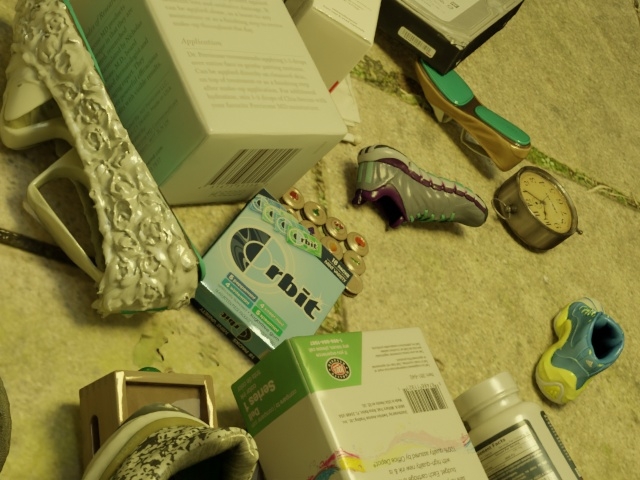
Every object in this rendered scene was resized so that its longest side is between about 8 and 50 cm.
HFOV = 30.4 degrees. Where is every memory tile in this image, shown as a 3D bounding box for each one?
[{"bbox_3d":[0.000,0.000,1.504,0.148,0.012,0.113,35,40,-18],"label":"memory tile"}]

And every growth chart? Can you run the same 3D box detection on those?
[{"bbox_3d":[-0.013,-0.238,1.684,0.172,0.021,0.237,19,47,-32],"label":"growth chart"}]

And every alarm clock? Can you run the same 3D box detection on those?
[{"bbox_3d":[0.321,-0.048,1.815,0.192,0.064,0.129,0,59,-47],"label":"alarm clock"}]

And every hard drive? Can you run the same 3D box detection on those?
[{"bbox_3d":[0.187,-0.410,1.944,0.237,0.064,0.339,38,35,8],"label":"hard drive"}]

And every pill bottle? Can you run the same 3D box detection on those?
[{"bbox_3d":[0.241,0.258,1.445,0.108,0.108,0.180,-10,66,-48],"label":"pill bottle"}]

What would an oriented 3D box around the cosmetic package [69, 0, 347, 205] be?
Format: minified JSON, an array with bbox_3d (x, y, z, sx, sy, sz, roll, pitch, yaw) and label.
[{"bbox_3d":[-0.178,-0.272,1.436,0.230,0.161,0.453,-4,62,-46],"label":"cosmetic package"}]

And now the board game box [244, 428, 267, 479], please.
[{"bbox_3d":[-0.020,0.311,1.198,0.208,0.056,0.347,44,38,-14],"label":"board game box"}]

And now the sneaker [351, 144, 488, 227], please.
[{"bbox_3d":[0.134,-0.046,1.642,0.223,0.083,0.098,25,68,-25],"label":"sneaker"}]

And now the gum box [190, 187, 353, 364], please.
[{"bbox_3d":[-0.060,0.047,1.373,0.157,0.041,0.184,44,42,-6],"label":"gum box"}]

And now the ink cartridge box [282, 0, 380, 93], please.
[{"bbox_3d":[0.000,-0.305,1.598,0.100,0.172,0.237,30,43,-18],"label":"ink cartridge box"}]

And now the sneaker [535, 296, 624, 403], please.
[{"bbox_3d":[0.393,0.138,1.678,0.091,0.126,0.240,45,39,-6],"label":"sneaker"}]

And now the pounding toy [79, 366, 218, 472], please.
[{"bbox_3d":[-0.165,0.180,1.142,0.130,0.100,0.141,9,64,-39],"label":"pounding toy"}]

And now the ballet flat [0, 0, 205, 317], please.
[{"bbox_3d":[-0.261,-0.098,1.247,0.147,0.147,0.409,-11,66,-48],"label":"ballet flat"}]

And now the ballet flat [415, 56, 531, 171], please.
[{"bbox_3d":[0.222,-0.193,1.832,0.232,0.073,0.080,44,39,15],"label":"ballet flat"}]

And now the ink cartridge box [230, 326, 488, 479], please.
[{"bbox_3d":[0.058,0.239,1.203,0.201,0.117,0.278,0,59,-45],"label":"ink cartridge box"}]

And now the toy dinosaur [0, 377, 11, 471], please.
[{"bbox_3d":[-0.325,0.135,0.990,0.160,0.121,0.314,-11,62,-34],"label":"toy dinosaur"}]

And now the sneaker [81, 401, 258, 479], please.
[{"bbox_3d":[-0.167,0.297,0.913,0.158,0.182,0.410,32,60,-15],"label":"sneaker"}]
